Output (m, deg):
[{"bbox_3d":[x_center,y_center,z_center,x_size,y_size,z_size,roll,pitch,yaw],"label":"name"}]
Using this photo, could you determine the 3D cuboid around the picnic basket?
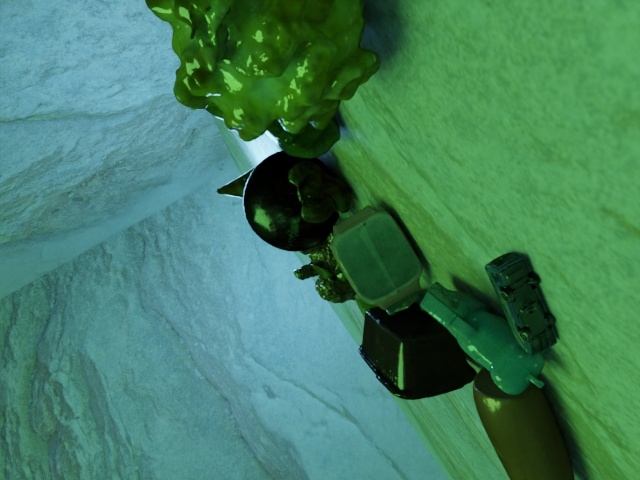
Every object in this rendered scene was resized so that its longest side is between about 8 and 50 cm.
[{"bbox_3d":[0.220,0.243,1.086,0.297,0.222,0.129,-148,50,-71],"label":"picnic basket"}]

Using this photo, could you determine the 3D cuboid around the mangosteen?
[{"bbox_3d":[-0.066,-0.110,1.220,0.288,0.288,0.288,56,171,14],"label":"mangosteen"}]

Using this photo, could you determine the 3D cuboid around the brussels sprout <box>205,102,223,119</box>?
[{"bbox_3d":[-0.258,-0.469,1.240,0.219,0.210,0.271,-86,-19,-62],"label":"brussels sprout"}]

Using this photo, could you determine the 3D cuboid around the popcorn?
[{"bbox_3d":[-0.078,-0.283,0.628,0.312,0.312,0.312,56,171,14],"label":"popcorn"}]

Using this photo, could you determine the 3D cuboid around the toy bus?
[{"bbox_3d":[0.281,0.089,0.636,0.153,0.051,0.061,61,177,-16],"label":"toy bus"}]

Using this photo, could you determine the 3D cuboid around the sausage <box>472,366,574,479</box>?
[{"bbox_3d":[0.371,0.360,0.817,0.304,0.121,0.121,63,170,-19],"label":"sausage"}]

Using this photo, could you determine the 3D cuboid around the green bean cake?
[{"bbox_3d":[-0.080,-0.280,0.989,0.222,0.125,0.248,38,-175,-35],"label":"green bean cake"}]

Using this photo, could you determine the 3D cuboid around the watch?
[{"bbox_3d":[0.138,0.052,1.064,0.253,0.161,0.241,61,-176,3],"label":"watch"}]

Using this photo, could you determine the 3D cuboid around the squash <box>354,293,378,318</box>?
[{"bbox_3d":[0.176,0.182,1.323,0.170,0.123,0.170,61,176,8],"label":"squash"}]

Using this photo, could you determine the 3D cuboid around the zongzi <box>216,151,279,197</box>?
[{"bbox_3d":[-0.218,-0.160,1.755,0.286,0.288,0.134,63,176,-29],"label":"zongzi"}]

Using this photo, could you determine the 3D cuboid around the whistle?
[{"bbox_3d":[0.273,0.153,0.771,0.186,0.093,0.274,33,-171,-31],"label":"whistle"}]

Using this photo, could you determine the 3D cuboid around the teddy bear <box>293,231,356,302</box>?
[{"bbox_3d":[0.026,0.090,1.476,0.296,0.246,0.223,44,-143,-74],"label":"teddy bear"}]
